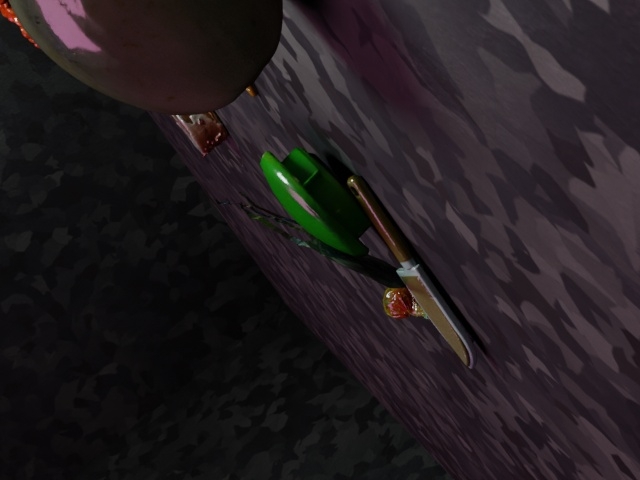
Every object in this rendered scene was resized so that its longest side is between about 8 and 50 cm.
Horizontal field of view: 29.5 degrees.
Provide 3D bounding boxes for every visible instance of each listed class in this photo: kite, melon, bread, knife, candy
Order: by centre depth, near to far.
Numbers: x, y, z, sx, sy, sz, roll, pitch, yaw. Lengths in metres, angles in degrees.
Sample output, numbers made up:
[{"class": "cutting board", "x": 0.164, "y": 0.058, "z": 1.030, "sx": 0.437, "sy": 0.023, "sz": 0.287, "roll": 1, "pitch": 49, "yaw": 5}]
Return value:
[{"class": "melon", "x": -0.180, "y": -0.268, "z": 1.230, "sx": 0.308, "sy": 0.272, "sz": 0.272, "roll": 63, "pitch": 169, "yaw": -24}, {"class": "knife", "x": 0.134, "y": 0.048, "z": 1.715, "sx": 0.343, "sy": 0.027, "sz": 0.061, "roll": 55, "pitch": 157, "yaw": -13}, {"class": "kite", "x": -0.001, "y": 0.002, "z": 1.806, "sx": 0.310, "sy": 0.015, "sz": 0.169, "roll": 28, "pitch": -168, "yaw": 16}, {"class": "candy", "x": 0.164, "y": 0.115, "z": 1.823, "sx": 0.201, "sy": 0.060, "sz": 0.060, "roll": 29, "pitch": 158, "yaw": 50}, {"class": "bread", "x": -0.268, "y": -0.259, "z": 2.582, "sx": 0.160, "sy": 0.073, "sz": 0.160, "roll": 51, "pitch": 172, "yaw": 10}]

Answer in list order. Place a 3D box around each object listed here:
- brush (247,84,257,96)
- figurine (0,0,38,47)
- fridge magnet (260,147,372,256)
[{"class": "brush", "x": -0.148, "y": -0.308, "z": 1.805, "sx": 0.090, "sy": 0.017, "sz": 0.314, "roll": 51, "pitch": 174, "yaw": 32}, {"class": "figurine", "x": -0.462, "y": -0.460, "z": 2.309, "sx": 0.412, "sy": 0.241, "sz": 0.306, "roll": 39, "pitch": 178, "yaw": 17}, {"class": "fridge magnet", "x": -0.002, "y": -0.057, "z": 1.750, "sx": 0.208, "sy": 0.088, "sz": 0.208, "roll": 45, "pitch": -178, "yaw": -2}]
